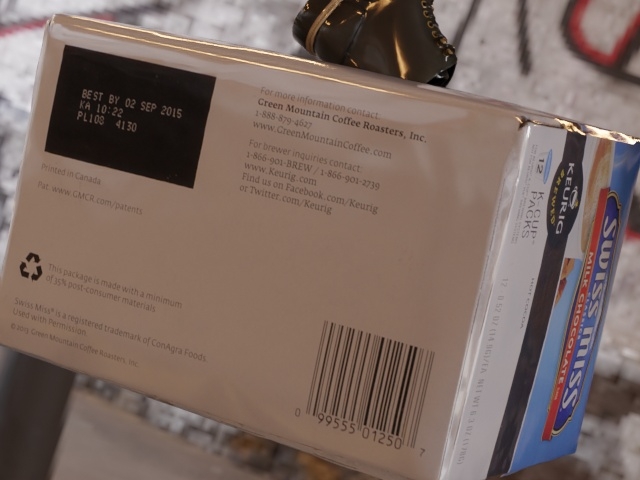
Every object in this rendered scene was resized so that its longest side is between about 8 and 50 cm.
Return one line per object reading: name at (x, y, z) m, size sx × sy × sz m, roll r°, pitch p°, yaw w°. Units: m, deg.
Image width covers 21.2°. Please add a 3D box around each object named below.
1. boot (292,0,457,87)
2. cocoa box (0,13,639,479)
boot at (0.092, -0.201, 1.451) m, size 0.137 × 0.198 × 0.077 m, roll 43°, pitch 1°, yaw 23°
cocoa box at (0.000, 0.000, 1.130) m, size 0.347 × 0.231 × 0.228 m, roll 15°, pitch 6°, yaw 28°
